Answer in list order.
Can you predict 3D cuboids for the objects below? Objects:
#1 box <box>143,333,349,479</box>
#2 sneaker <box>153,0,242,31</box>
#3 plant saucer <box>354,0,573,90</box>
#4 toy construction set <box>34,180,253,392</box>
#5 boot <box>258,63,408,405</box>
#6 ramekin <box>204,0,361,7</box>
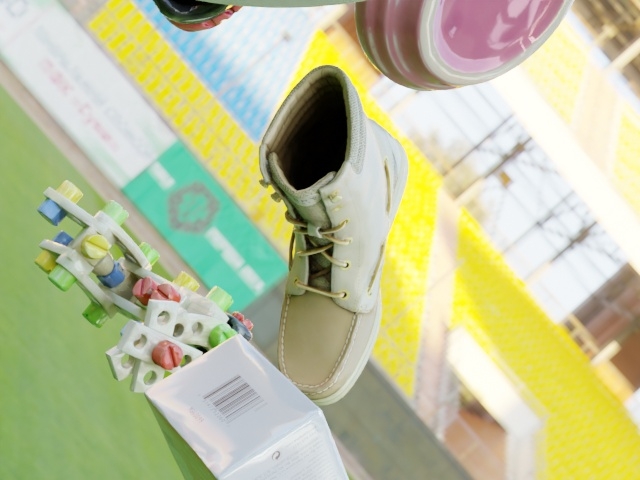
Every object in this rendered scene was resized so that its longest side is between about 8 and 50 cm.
[{"bbox_3d":[-0.044,0.181,1.052,0.130,0.091,0.170,36,-28,51],"label":"box"},{"bbox_3d":[-0.081,-0.329,1.568,0.097,0.276,0.135,59,16,0],"label":"sneaker"},{"bbox_3d":[0.199,-0.313,1.668,0.084,0.332,0.332,49,-2,36],"label":"plant saucer"},{"bbox_3d":[-0.202,0.066,1.595,0.215,0.151,0.328,53,-6,-39],"label":"toy construction set"},{"bbox_3d":[0.000,0.000,1.182,0.095,0.262,0.203,14,-11,18],"label":"boot"},{"bbox_3d":[-0.032,-0.290,1.099,0.303,0.303,0.148,72,18,-83],"label":"ramekin"}]
